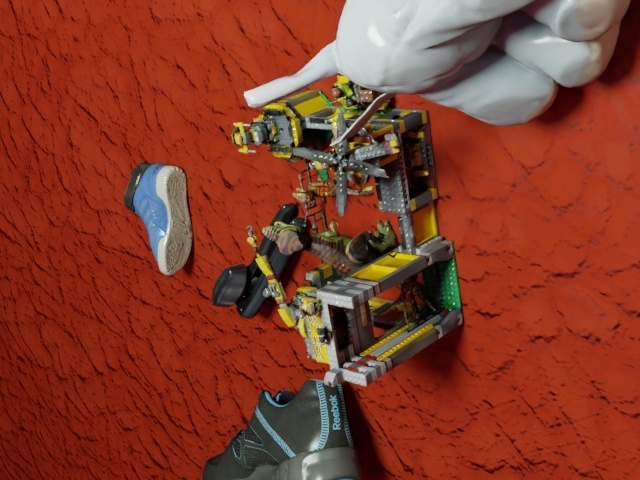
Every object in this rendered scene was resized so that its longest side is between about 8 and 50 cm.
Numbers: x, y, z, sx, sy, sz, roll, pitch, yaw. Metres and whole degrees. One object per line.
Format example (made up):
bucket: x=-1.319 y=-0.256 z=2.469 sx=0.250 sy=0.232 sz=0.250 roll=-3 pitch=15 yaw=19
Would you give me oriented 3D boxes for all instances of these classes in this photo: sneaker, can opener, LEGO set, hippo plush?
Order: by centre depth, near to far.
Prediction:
hippo plush: x=0.110 y=-0.237 z=0.885 sx=0.294 sy=0.234 sz=0.236 roll=-25 pitch=60 yaw=35
LEGO set: x=0.000 y=0.000 z=1.089 sx=0.255 sy=0.192 sz=0.331 roll=18 pitch=122 yaw=40
can opener: x=-0.066 y=0.030 z=1.281 sx=0.059 sy=0.073 sz=0.186 roll=56 pitch=130 yaw=21
sneaker: x=-0.053 y=0.271 z=1.374 sx=0.341 sy=0.125 sz=0.139 roll=-27 pitch=62 yaw=52
sneaker: x=-0.223 y=-0.032 z=1.407 sx=0.085 sy=0.058 sz=0.152 roll=14 pitch=116 yaw=35
